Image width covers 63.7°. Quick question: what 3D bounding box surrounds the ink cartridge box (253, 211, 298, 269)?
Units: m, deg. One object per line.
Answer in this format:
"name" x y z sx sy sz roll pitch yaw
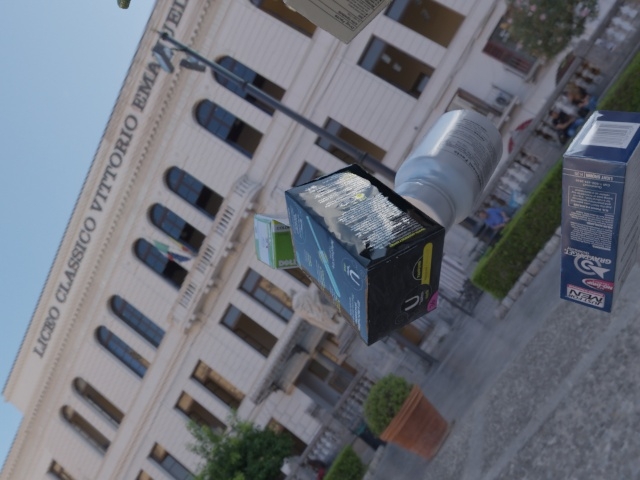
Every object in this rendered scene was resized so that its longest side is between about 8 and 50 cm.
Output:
"ink cartridge box" 0.000 0.000 0.942 0.255 0.188 0.097 -161 67 -68

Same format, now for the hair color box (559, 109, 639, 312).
"hair color box" 0.538 -0.049 0.983 0.174 0.105 0.348 -44 -48 -31

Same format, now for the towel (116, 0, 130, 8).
"towel" -0.434 -0.596 1.147 0.027 0.148 0.110 6 -42 -39

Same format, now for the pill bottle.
"pill bottle" 0.193 -0.097 0.820 0.229 0.131 0.131 -51 -13 -35

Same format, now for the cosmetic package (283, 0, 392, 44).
"cosmetic package" 0.081 -0.474 0.792 0.153 0.129 0.296 18 -39 -41

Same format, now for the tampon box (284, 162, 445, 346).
"tampon box" 0.047 0.010 0.583 0.101 0.161 0.121 -25 -45 -21
